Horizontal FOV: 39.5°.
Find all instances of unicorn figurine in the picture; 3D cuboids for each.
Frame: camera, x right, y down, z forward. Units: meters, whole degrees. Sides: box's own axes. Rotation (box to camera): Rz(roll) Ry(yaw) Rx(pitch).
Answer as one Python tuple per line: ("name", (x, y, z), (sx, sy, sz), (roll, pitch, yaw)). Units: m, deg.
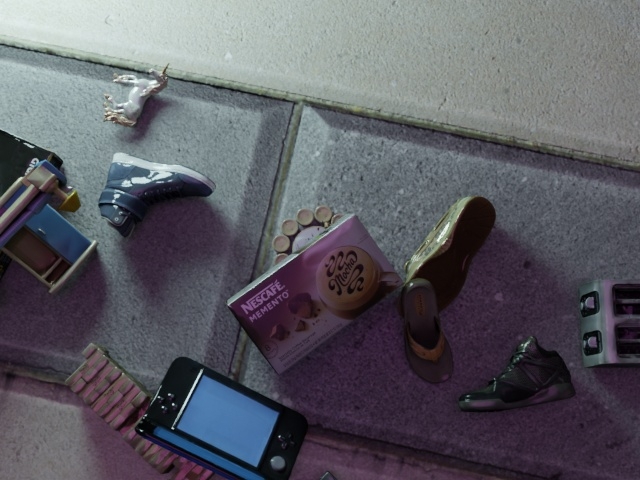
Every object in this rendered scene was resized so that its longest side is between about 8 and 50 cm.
("unicorn figurine", (-0.383, -0.308, 1.852), (0.111, 0.060, 0.161), (21, 95, 4))

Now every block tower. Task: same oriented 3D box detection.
("block tower", (-0.338, 0.343, 1.695), (0.335, 0.091, 0.097), (43, 81, 9))

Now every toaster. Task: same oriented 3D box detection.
("toaster", (0.598, 0.163, 1.712), (0.186, 0.110, 0.167), (0, 79, 1))

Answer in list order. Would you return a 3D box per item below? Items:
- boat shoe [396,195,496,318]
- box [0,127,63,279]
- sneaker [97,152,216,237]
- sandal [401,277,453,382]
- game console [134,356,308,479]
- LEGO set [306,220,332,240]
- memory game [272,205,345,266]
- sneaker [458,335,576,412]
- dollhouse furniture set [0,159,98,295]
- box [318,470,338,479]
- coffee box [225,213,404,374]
("boat shoe", (0.241, 0.037, 1.763), (0.105, 0.089, 0.285), (39, 83, -18))
("box", (-0.712, -0.080, 1.795), (0.257, 0.079, 0.321), (24, 80, 7))
("sneaker", (-0.333, -0.075, 1.776), (0.226, 0.086, 0.163), (12, 68, 13))
("sandal", (0.206, 0.180, 1.702), (0.090, 0.060, 0.219), (-11, 108, -5))
("game console", (-0.162, 0.332, 1.589), (0.293, 0.173, 0.250), (28, 49, -4))
("LEGO set", (-0.002, -0.002, 1.783), (0.054, 0.023, 0.083), (7, 79, 2))
("memory game", (-0.006, 0.021, 1.798), (0.186, 0.012, 0.186), (0, 79, 0))
("sneaker", (0.365, 0.260, 1.709), (0.228, 0.087, 0.130), (-12, 77, -5))
("dollhouse furniture set", (-0.532, 0.029, 1.613), (0.198, 0.303, 0.286), (43, 74, -18))
("box", (-0.006, 0.621, 1.641), (0.307, 0.076, 0.242), (-44, 81, -7))
("coffee box", (-0.015, 0.100, 1.710), (0.297, 0.119, 0.168), (-35, 95, -6))
